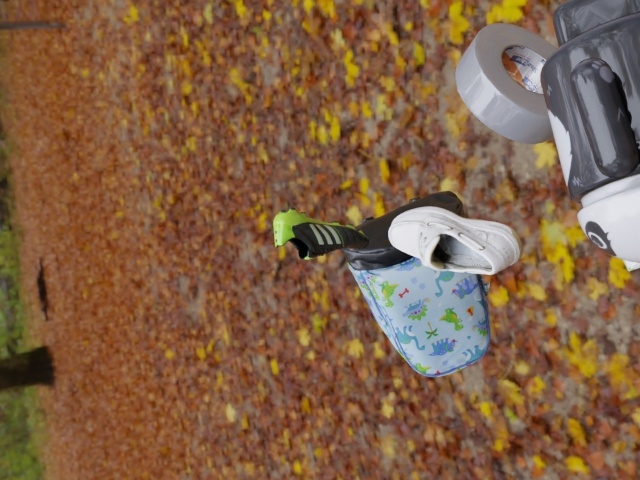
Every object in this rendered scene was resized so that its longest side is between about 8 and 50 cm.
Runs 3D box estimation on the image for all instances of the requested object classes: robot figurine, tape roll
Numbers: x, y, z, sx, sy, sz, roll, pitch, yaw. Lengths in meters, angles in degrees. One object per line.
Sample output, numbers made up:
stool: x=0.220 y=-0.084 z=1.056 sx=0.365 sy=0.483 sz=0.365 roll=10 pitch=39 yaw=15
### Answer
robot figurine: x=0.316 y=-0.115 z=0.799 sx=0.173 sy=0.209 sz=0.278 roll=133 pitch=127 yaw=-72
tape roll: x=0.347 y=-0.275 z=1.411 sx=0.072 sy=0.219 sz=0.219 roll=-56 pitch=48 yaw=49

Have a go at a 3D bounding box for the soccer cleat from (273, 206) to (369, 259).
soccer cleat: x=0.000 y=0.000 z=1.306 sx=0.060 sy=0.179 sz=0.072 roll=-15 pitch=65 yaw=55

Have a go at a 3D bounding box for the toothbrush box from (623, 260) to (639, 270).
toothbrush box: x=0.619 y=-0.068 z=1.334 sx=0.206 sy=0.283 sz=0.122 roll=-28 pitch=84 yaw=41

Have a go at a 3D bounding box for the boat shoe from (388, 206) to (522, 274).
boat shoe: x=0.213 y=0.006 z=1.418 sx=0.277 sy=0.096 sz=0.098 roll=8 pitch=125 yaw=47

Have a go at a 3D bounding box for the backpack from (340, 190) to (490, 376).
backpack: x=0.232 y=0.120 z=1.755 sx=0.273 sy=0.290 sz=0.355 roll=-118 pitch=8 yaw=-57
